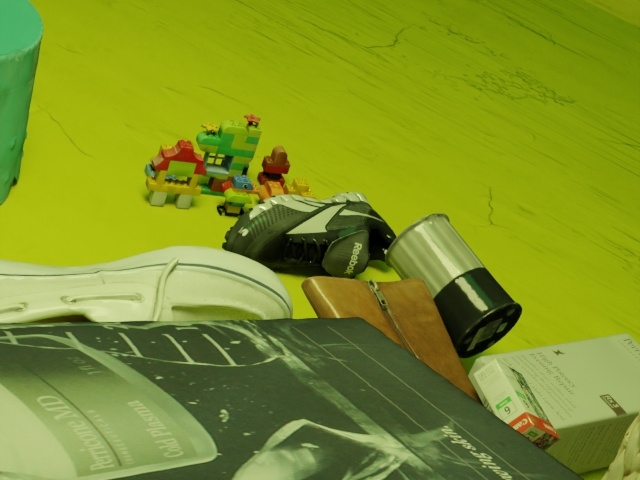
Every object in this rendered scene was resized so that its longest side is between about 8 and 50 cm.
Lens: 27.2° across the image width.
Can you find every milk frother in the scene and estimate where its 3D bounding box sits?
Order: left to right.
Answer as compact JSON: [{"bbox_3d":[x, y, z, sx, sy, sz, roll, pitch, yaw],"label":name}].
[{"bbox_3d":[0.107,0.063,1.374,0.143,0.129,0.134,-3,47,-47],"label":"milk frother"}]

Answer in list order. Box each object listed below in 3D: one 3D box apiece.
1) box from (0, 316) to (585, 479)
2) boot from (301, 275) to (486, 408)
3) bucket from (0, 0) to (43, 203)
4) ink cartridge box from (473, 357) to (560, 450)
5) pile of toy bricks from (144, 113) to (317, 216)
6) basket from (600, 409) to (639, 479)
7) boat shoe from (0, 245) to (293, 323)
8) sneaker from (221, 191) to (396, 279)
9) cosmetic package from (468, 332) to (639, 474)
[{"bbox_3d":[-0.082,0.254,0.657,0.472,0.297,0.480,-1,19,-30],"label":"box"},{"bbox_3d":[0.057,0.139,1.175,0.264,0.096,0.280,-3,54,-38],"label":"boot"},{"bbox_3d":[-0.425,-0.169,1.375,0.281,0.183,0.281,16,29,-9],"label":"bucket"},{"bbox_3d":[0.187,0.166,1.207,0.063,0.029,0.115,31,25,-52],"label":"ink cartridge box"},{"bbox_3d":[-0.102,-0.099,1.546,0.212,0.105,0.118,5,32,-26],"label":"pile of toy bricks"},{"bbox_3d":[0.471,0.196,1.189,0.328,0.331,0.266,-4,36,-38],"label":"basket"},{"bbox_3d":[-0.186,0.091,1.140,0.367,0.135,0.156,4,33,-23],"label":"boat shoe"},{"bbox_3d":[0.000,0.000,1.471,0.234,0.078,0.106,-9,38,-46],"label":"sneaker"},{"bbox_3d":[0.261,0.169,1.350,0.231,0.085,0.117,-7,39,-38],"label":"cosmetic package"}]
